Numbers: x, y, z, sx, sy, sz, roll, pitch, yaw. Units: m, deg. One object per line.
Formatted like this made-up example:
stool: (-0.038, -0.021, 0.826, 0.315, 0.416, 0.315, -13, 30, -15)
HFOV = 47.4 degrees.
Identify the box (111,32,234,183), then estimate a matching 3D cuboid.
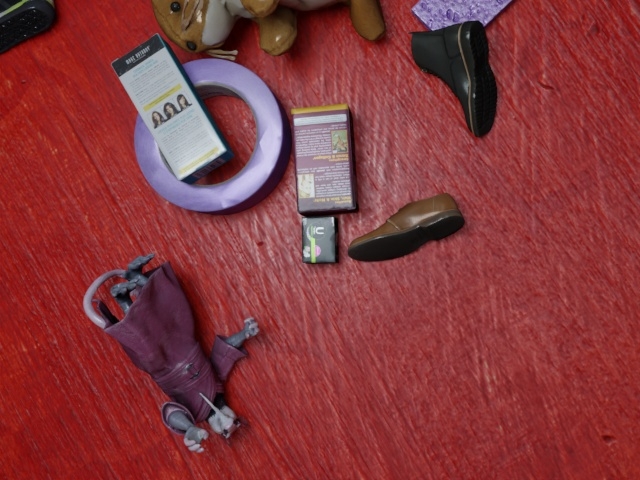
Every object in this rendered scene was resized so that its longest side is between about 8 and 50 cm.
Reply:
box: (-0.256, -0.227, 1.269, 0.100, 0.060, 0.244, -31, 83, 6)

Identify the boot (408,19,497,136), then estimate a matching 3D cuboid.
boot: (0.232, -0.284, 1.290, 0.137, 0.077, 0.197, 9, 117, 42)

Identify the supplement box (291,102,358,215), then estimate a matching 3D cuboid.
supplement box: (0.009, -0.141, 1.303, 0.104, 0.081, 0.188, -4, 87, 8)

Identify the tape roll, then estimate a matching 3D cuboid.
tape roll: (-0.195, -0.186, 1.333, 0.275, 0.090, 0.274, -1, 87, 9)

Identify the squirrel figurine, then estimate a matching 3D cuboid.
squirrel figurine: (-0.127, -0.505, 1.284, 0.371, 0.281, 0.397, -17, 71, 18)

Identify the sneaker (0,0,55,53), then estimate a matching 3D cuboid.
sneaker: (-0.619, -0.437, 1.429, 0.235, 0.084, 0.097, -15, 61, 7)

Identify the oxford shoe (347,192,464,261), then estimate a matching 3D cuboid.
oxford shoe: (0.145, -0.023, 1.294, 0.212, 0.076, 0.076, -21, 54, 10)

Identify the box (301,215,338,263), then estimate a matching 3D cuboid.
box: (0.000, 0.000, 1.313, 0.062, 0.052, 0.083, -2, 86, 9)

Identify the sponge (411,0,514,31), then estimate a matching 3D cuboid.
sponge: (0.278, -0.443, 1.301, 0.210, 0.031, 0.117, -43, 82, 5)

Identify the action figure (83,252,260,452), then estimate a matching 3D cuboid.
action figure: (-0.261, 0.223, 1.275, 0.276, 0.248, 0.370, -14, 113, 40)
